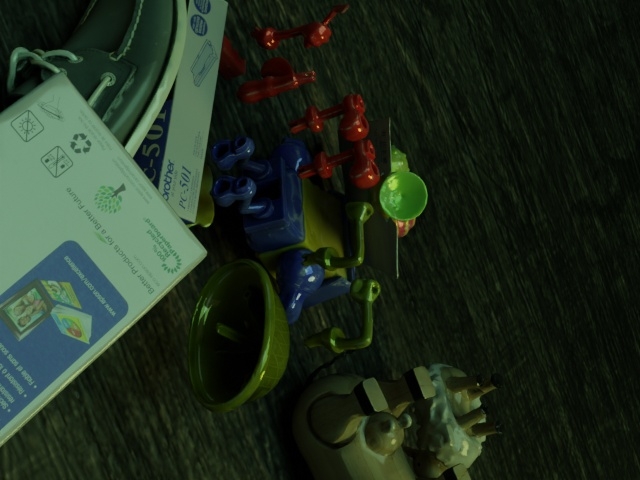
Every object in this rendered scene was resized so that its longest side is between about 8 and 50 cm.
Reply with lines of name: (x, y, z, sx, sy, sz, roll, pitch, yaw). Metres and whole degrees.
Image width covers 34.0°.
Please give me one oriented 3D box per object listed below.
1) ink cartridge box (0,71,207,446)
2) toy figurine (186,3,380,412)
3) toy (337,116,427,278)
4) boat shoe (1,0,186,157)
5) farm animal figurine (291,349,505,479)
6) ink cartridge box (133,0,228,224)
ink cartridge box: (-0.242, 0.053, 0.663, 0.332, 0.065, 0.165, -44, 105, -29)
toy figurine: (0.000, 0.000, 0.941, 0.217, 0.191, 0.363, 44, 32, -51)
toy: (0.062, -0.044, 0.995, 0.056, 0.237, 0.137, -4, 94, -6)
boat shoe: (-0.195, -0.105, 0.807, 0.099, 0.116, 0.320, 35, 62, -38)
farm animal figurine: (0.036, 0.261, 0.948, 0.330, 0.172, 0.327, 13, 58, -38)
ink cartridge box: (-0.138, -0.108, 0.884, 0.046, 0.097, 0.207, 25, 62, -42)
